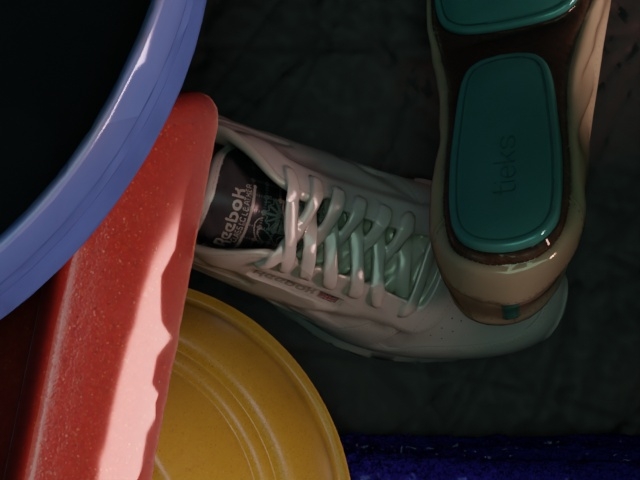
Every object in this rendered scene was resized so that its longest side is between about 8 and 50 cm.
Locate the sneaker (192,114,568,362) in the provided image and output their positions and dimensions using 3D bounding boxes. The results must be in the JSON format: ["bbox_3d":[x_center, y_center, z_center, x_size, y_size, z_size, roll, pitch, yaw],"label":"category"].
[{"bbox_3d":[0.000,0.000,0.857,0.235,0.095,0.090,17,88,-3],"label":"sneaker"}]

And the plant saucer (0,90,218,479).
[{"bbox_3d":[-0.183,0.051,0.802,0.259,0.047,0.258,5,80,31],"label":"plant saucer"}]

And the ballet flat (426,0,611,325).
[{"bbox_3d":[0.089,-0.073,0.854,0.086,0.086,0.248,11,60,0],"label":"ballet flat"}]

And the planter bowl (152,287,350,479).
[{"bbox_3d":[-0.100,0.124,0.830,0.217,0.090,0.217,-1,88,15],"label":"planter bowl"}]

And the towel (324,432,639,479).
[{"bbox_3d":[0.087,0.242,0.866,0.227,0.076,0.308,-1,90,-1],"label":"towel"}]

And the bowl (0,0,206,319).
[{"bbox_3d":[-0.224,-0.117,0.766,0.391,0.077,0.391,-4,73,14],"label":"bowl"}]
